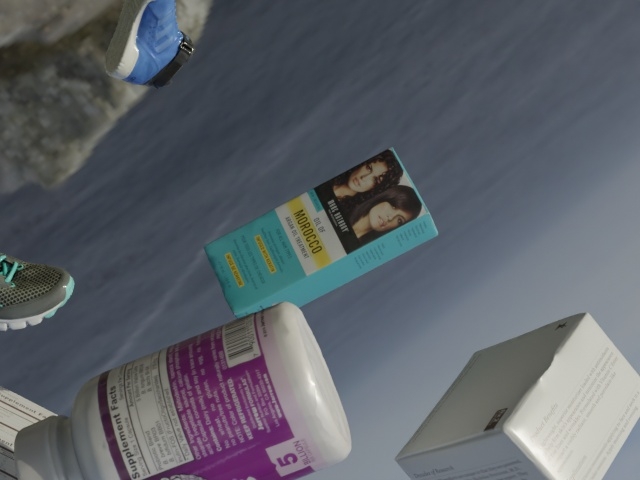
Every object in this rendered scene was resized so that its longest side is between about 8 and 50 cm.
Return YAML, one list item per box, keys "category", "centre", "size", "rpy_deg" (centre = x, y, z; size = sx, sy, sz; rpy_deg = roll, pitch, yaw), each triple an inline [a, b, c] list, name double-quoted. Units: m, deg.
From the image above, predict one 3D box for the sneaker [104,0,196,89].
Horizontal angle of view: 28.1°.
- category: "sneaker"
  centre: [-0.170, -0.238, 1.394]
  size: [0.084, 0.058, 0.152]
  rpy_deg: [16, 101, -39]

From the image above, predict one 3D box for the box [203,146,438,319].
- category: "box"
  centre: [0.000, 0.000, 1.443]
  size: [0.244, 0.100, 0.060]
  rpy_deg: [-28, 152, 2]

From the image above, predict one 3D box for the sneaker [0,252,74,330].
- category: "sneaker"
  centre: [-0.288, 0.027, 1.051]
  size: [0.065, 0.166, 0.076]
  rpy_deg: [-85, 175, -47]

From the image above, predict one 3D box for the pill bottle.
- category: "pill bottle"
  centre: [-0.135, 0.188, 1.250]
  size: [0.301, 0.169, 0.169]
  rpy_deg: [-22, 174, 4]

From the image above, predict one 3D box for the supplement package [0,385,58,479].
- category: "supplement package"
  centre: [-0.388, 0.306, 1.484]
  size: [0.139, 0.134, 0.244]
  rpy_deg: [-61, -178, 30]

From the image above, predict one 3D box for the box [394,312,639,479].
- category: "box"
  centre: [0.205, 0.189, 1.297]
  size: [0.181, 0.119, 0.182]
  rpy_deg: [-46, -170, -37]
